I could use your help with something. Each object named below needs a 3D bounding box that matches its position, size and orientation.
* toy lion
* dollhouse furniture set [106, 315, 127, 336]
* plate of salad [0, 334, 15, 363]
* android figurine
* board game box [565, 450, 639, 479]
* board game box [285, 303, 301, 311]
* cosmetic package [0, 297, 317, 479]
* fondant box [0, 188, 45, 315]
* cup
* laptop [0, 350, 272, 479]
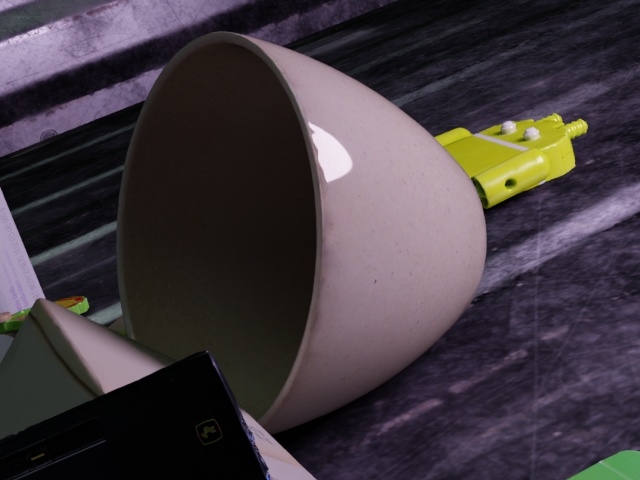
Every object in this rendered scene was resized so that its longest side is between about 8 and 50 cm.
[{"bbox_3d":[-0.346,0.093,1.404,0.100,0.034,0.096,-6,15,35],"label":"toy lion"},{"bbox_3d":[-0.210,0.114,1.138,0.152,0.076,0.058,4,29,28],"label":"dollhouse furniture set"},{"bbox_3d":[-0.275,0.138,1.023,0.048,0.200,0.200,-61,21,4],"label":"plate of salad"},{"bbox_3d":[0.198,-0.093,1.379,0.273,0.056,0.248,-23,18,-10],"label":"android figurine"},{"bbox_3d":[0.111,0.204,0.625,0.259,0.039,0.124,-26,20,-15],"label":"board game box"},{"bbox_3d":[-0.048,0.059,1.181,0.160,0.047,0.210,-25,20,-20],"label":"board game box"},{"bbox_3d":[-0.114,0.146,0.706,0.113,0.160,0.309,-62,25,-3],"label":"cosmetic package"},{"bbox_3d":[-0.528,0.047,1.375,0.096,0.238,0.330,0,25,41],"label":"fondant box"},{"bbox_3d":[0.000,0.000,0.961,0.237,0.331,0.331,1,4,-36],"label":"cup"},{"bbox_3d":[-0.109,0.218,0.452,0.234,0.264,0.136,-24,-1,14],"label":"laptop"}]
